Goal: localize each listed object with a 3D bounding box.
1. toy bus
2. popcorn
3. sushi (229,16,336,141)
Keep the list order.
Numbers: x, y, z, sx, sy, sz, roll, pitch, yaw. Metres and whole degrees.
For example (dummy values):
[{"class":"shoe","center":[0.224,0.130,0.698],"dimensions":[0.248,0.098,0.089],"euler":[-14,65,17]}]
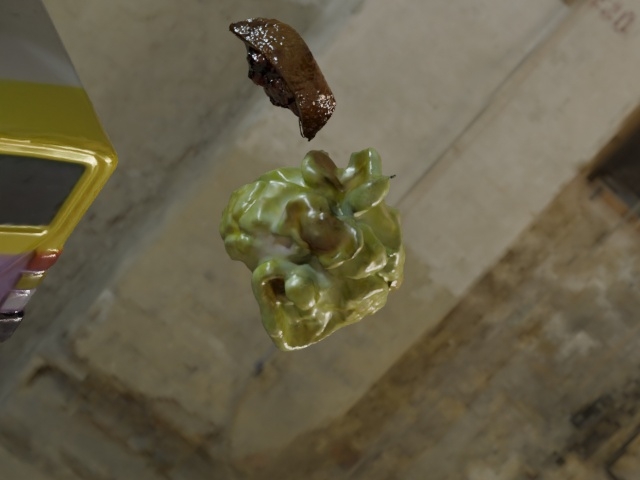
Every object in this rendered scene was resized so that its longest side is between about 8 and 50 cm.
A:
[{"class":"toy bus","center":[-0.339,-0.159,0.993],"dimensions":[0.209,0.249,0.440],"euler":[3,48,-43]},{"class":"popcorn","center":[0.000,0.000,1.028],"dimensions":[0.141,0.162,0.135],"euler":[24,17,37]},{"class":"sushi","center":[-0.025,-0.117,0.963],"dimensions":[0.099,0.047,0.050],"euler":[58,-3,-4]}]
